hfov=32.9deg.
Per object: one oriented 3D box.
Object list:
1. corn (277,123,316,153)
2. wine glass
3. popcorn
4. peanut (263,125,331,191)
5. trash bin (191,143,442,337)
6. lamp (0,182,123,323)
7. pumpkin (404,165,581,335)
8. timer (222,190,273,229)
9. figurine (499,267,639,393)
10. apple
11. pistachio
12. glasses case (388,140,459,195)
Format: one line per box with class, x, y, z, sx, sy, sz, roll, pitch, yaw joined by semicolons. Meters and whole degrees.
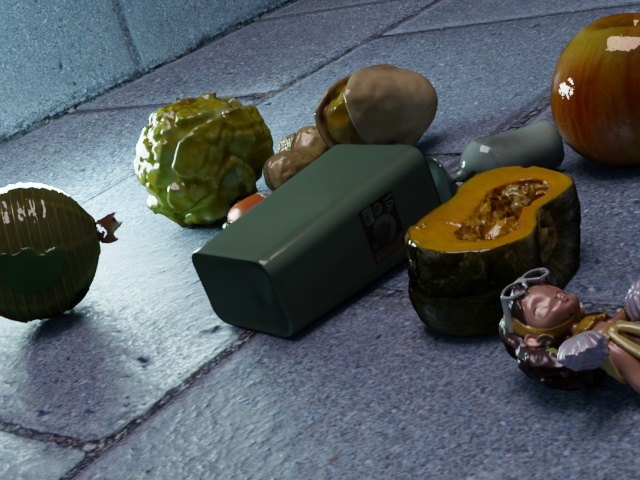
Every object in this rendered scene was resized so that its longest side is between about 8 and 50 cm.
corn;0.021;-0.226;2.363;0.237;0.079;0.079;-14;20;18
wine glass;0.297;-0.131;1.853;0.231;0.103;0.103;-20;20;-18
popcorn;-0.225;-0.165;2.153;0.282;0.247;0.282;-14;26;7
peanut;-0.028;-0.157;2.169;0.263;0.117;0.101;-44;-2;-46
trash bin;0.000;0.000;1.687;0.343;0.158;0.223;-38;27;-32
lamp;-0.486;0.012;1.910;0.284;0.250;0.250;-18;20;-13
pumpkin;0.226;0.007;1.501;0.222;0.139;0.317;1;28;34
timer;-0.119;-0.029;1.925;0.136;0.099;0.136;-17;8;2
figurine;0.306;0.113;1.201;0.174;0.116;0.240;-34;32;-32
apple;0.525;-0.254;1.793;0.286;0.233;0.286;-14;20;5
pistachio;0.115;-0.255;2.166;0.187;0.187;0.299;1;13;40
glasses case;0.164;-0.125;2.007;0.105;0.056;0.266;-20;20;-9
